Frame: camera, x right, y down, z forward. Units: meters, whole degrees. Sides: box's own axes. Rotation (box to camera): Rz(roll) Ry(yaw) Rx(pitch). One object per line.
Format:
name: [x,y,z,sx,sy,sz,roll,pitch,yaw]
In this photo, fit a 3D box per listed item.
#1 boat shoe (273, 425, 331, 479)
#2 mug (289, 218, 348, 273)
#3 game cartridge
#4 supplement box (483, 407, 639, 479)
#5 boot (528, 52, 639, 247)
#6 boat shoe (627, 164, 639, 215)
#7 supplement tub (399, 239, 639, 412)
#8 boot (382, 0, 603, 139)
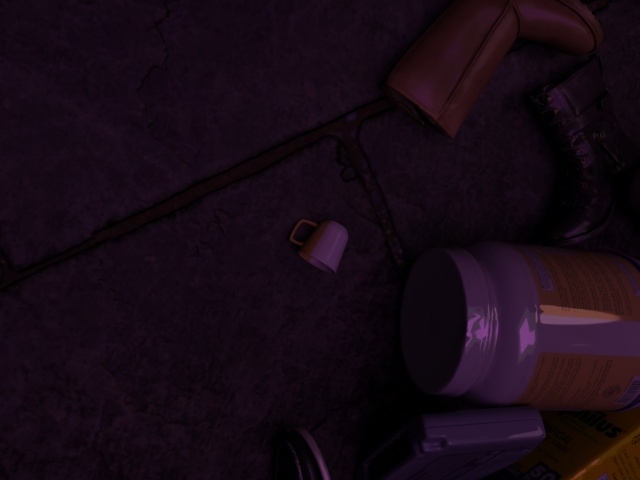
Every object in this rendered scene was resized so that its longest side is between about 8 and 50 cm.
boat shoe: [-0.047,0.439,0.957,0.113,0.127,0.340,-10,109,-27]
mug: [0.003,0.001,0.953,0.078,0.062,0.064,34,78,-24]
game cartridge: [0.182,0.305,0.949,0.196,0.294,0.060,5,57,-15]
supplement box: [0.460,0.344,1.062,0.356,0.194,0.195,-31,105,-11]
boot: [0.392,-0.140,1.043,0.263,0.091,0.229,-42,106,-19]
boat shoe: [0.558,-0.089,1.020,0.355,0.132,0.130,38,68,-57]
supplement tub: [0.307,0.125,0.964,0.331,0.241,0.241,6,95,-17]
boot: [0.257,-0.264,0.986,0.236,0.089,0.270,35,86,-7]
